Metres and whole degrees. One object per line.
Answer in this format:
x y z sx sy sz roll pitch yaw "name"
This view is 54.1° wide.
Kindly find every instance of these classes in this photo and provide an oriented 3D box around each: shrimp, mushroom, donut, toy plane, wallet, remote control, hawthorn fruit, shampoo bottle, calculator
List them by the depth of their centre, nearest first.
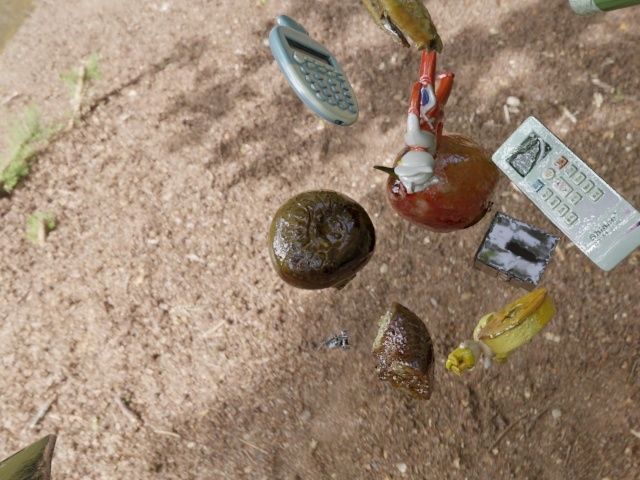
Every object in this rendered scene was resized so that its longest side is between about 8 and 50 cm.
0.246 -0.048 0.622 0.065 0.029 0.166 -50 58 24 "remote control"
-0.364 0.302 0.712 0.124 0.025 0.244 -30 16 -13 "wallet"
0.433 -0.351 0.844 0.065 0.065 0.204 -41 22 -13 "shampoo bottle"
0.113 -0.347 0.937 0.052 0.132 0.187 -39 93 -1 "shrimp"
-0.016 -0.347 1.268 0.042 0.188 0.302 -46 53 32 "calculator"
0.421 0.174 1.322 0.178 0.162 0.065 -36 87 -15 "donut"
0.183 0.223 1.331 0.144 0.126 0.186 13 53 8 "donut"
0.009 0.003 1.582 0.297 0.163 0.278 -35 100 -24 "mushroom"
0.301 -0.168 1.721 0.369 0.284 0.284 6 52 -24 "hawthorn fruit"
0.052 0.304 1.889 0.078 0.197 0.053 -2 74 -19 "toy plane"

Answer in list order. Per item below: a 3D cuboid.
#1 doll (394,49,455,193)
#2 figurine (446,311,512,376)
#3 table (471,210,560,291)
0.259 -0.287 1.540 0.099 0.188 0.383 -2 64 32 "doll"
0.464 0.288 1.754 0.246 0.156 0.131 -24 15 -20 "figurine"
0.570 0.043 1.853 0.193 0.169 0.172 26 85 16 "table"
